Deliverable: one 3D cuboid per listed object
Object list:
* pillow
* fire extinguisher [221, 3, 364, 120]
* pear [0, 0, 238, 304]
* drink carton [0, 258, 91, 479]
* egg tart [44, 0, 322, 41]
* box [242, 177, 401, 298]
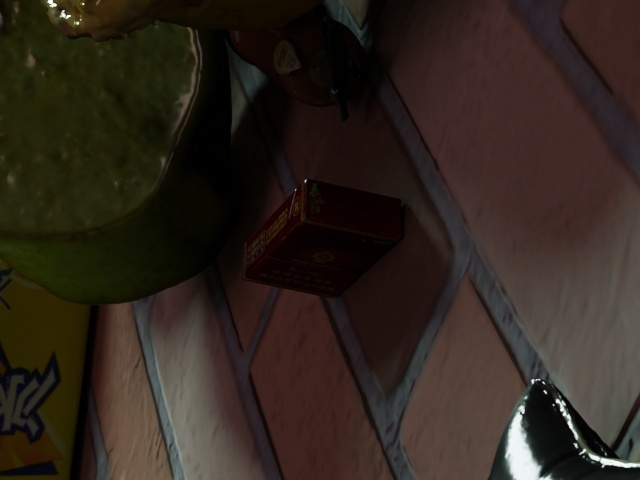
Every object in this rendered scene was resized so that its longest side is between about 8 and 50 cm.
[{"bbox_3d":[0.090,0.106,0.665,0.136,0.055,0.091,-150,43,-72],"label":"pillow"},{"bbox_3d":[-0.012,-0.108,1.071,0.177,0.050,0.062,-138,34,-67],"label":"fire extinguisher"},{"bbox_3d":[-0.141,-0.100,1.198,0.238,0.255,0.164,-54,-9,-2],"label":"pear"},{"bbox_3d":[-0.255,0.081,1.460,0.111,0.155,0.351,136,142,-58],"label":"drink carton"},{"bbox_3d":[-0.024,-0.200,1.015,0.295,0.116,0.294,-41,24,22],"label":"egg tart"},{"bbox_3d":[0.000,0.000,0.972,0.082,0.052,0.023,136,140,-56],"label":"box"}]
